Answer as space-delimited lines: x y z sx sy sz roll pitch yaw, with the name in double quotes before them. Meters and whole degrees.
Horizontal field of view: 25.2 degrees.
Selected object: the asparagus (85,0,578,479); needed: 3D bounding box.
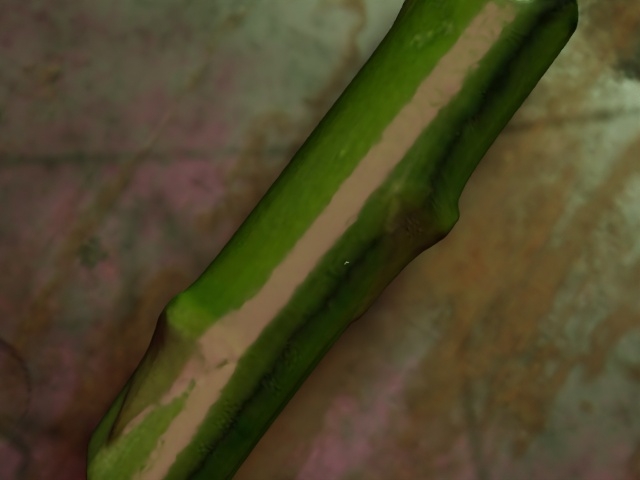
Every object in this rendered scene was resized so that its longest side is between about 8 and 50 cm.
"asparagus" 0.000 0.000 0.549 0.067 0.060 0.277 41 83 -15
